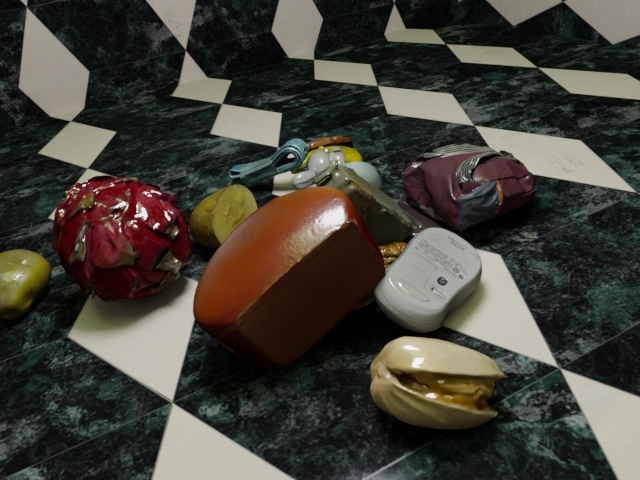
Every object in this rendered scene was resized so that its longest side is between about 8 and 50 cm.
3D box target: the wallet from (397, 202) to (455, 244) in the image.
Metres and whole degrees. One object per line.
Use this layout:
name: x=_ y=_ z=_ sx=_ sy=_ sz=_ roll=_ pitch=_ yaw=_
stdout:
wallet: x=0.225 y=-0.025 z=1.406 sx=0.182 sy=0.049 sz=0.229 roll=-21 pitch=37 yaw=-25

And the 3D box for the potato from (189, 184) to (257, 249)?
potato: x=-0.285 y=-0.051 z=1.455 sx=0.158 sy=0.178 sz=0.204 roll=-10 pitch=44 yaw=27

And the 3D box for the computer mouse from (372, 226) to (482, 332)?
computer mouse: x=0.231 y=0.094 z=1.154 sx=0.184 sy=0.121 sz=0.297 roll=31 pitch=43 yaw=16

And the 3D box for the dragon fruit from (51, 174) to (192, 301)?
dragon fruit: x=-0.478 y=-0.005 z=1.285 sx=0.329 sy=0.329 sz=0.329 roll=-5 pitch=33 yaw=3

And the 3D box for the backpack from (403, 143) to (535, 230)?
backpack: x=0.420 y=-0.158 z=1.430 sx=0.317 sy=0.197 sz=0.283 roll=-18 pitch=33 yaw=-18

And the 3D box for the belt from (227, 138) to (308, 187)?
belt: x=-0.174 y=-0.239 z=1.692 sx=0.302 sy=0.087 sz=0.072 roll=-18 pitch=32 yaw=28

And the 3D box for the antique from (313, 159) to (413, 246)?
antique: x=0.091 y=-0.072 z=1.257 sx=0.150 sy=0.284 sz=0.125 roll=-41 pitch=46 yaw=10

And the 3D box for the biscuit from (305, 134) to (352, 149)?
biscuit: x=0.012 y=-0.340 z=1.874 sx=0.280 sy=0.043 sz=0.183 roll=-21 pitch=11 yaw=-37

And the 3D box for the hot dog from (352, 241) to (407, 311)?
hot dog: x=0.124 y=0.077 z=1.229 sx=0.252 sy=0.069 sz=0.131 roll=-20 pitch=67 yaw=-20

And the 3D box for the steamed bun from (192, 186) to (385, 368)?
steamed bun: x=-0.076 y=0.061 z=1.094 sx=0.379 sy=0.235 sz=0.248 roll=-42 pitch=38 yaw=-5

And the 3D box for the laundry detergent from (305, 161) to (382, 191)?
laundry detergent: x=0.058 y=-0.134 z=1.415 sx=0.214 sy=0.105 sz=0.280 roll=-14 pitch=-7 yaw=6

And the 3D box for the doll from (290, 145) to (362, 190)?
doll: x=0.015 y=-0.239 z=1.713 sx=0.237 sy=0.111 sz=0.252 roll=-10 pitch=27 yaw=-4

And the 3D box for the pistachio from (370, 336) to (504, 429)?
pistachio: x=0.200 y=0.248 z=0.923 sx=0.229 sy=0.157 sz=0.157 roll=10 pitch=35 yaw=3

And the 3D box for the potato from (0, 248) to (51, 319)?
potato: x=-0.766 y=0.111 z=1.329 sx=0.157 sy=0.157 sz=0.194 roll=-10 pitch=46 yaw=-4
